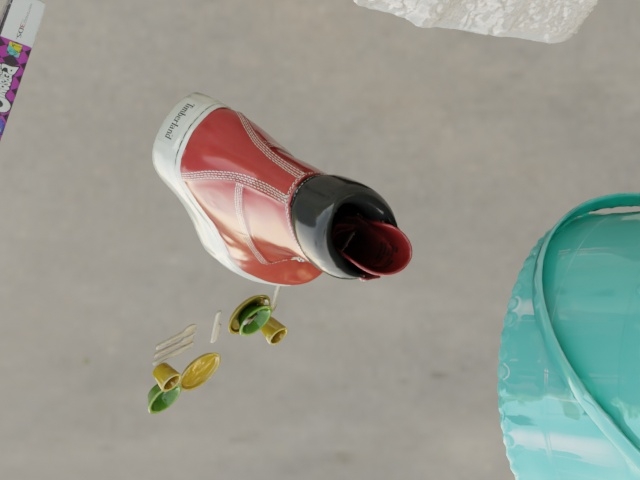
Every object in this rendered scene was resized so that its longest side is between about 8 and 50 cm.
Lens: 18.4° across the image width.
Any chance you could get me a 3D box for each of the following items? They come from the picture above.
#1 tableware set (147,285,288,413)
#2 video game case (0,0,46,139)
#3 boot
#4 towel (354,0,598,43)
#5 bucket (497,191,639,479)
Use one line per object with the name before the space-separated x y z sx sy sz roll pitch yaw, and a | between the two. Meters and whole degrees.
tableware set | -0.092 0.103 1.809 0.154 0.024 0.104 -27 150 -33
video game case | -0.346 -0.120 1.998 0.042 0.210 0.232 20 163 -14
boot | 0.000 0.000 1.383 0.176 0.088 0.244 29 171 26
towel | 0.155 -0.249 1.612 0.282 0.049 0.187 3 138 -38
bucket | 0.265 0.097 1.424 0.183 0.281 0.281 0 164 36
